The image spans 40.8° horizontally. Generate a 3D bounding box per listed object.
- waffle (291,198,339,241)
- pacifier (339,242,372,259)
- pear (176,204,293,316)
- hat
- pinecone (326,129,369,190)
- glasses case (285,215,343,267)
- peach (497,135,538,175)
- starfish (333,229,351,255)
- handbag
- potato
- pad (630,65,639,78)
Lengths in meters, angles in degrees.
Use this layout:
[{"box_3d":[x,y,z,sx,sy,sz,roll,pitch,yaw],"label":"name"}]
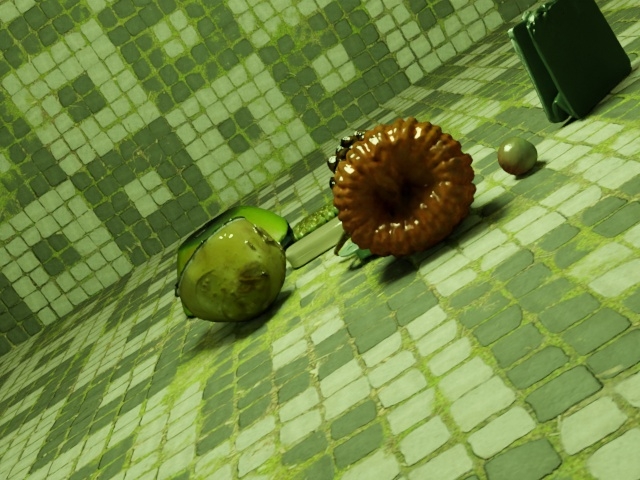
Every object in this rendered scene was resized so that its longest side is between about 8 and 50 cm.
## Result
[{"box_3d":[-0.014,-0.061,2.479,0.183,0.036,0.169,-32,13,10],"label":"waffle"},{"box_3d":[0.096,-0.025,1.895,0.150,0.117,0.127,-28,8,31],"label":"pacifier"},{"box_3d":[-0.278,0.026,2.446,0.399,0.165,0.399,-36,12,9],"label":"pear"},{"box_3d":[0.171,-0.133,1.798,0.285,0.285,0.400,-31,10,11],"label":"hat"},{"box_3d":[0.132,-0.160,2.137,0.221,0.221,0.221,-32,13,8],"label":"pinecone"},{"box_3d":[0.000,0.000,2.189,0.196,0.050,0.083,-32,11,8],"label":"glasses case"},{"box_3d":[0.403,-0.172,1.768,0.083,0.083,0.083,-32,13,8],"label":"peach"},{"box_3d":[0.092,-0.057,1.956,0.213,0.057,0.238,-49,-26,-1],"label":"starfish"},{"box_3d":[0.554,-0.420,1.900,0.247,0.260,0.079,-40,19,-29],"label":"handbag"},{"box_3d":[-0.193,0.107,2.016,0.246,0.196,0.300,-36,-16,-22],"label":"potato"},{"box_3d":[0.802,-0.439,1.932,0.156,0.004,0.232,-19,19,49],"label":"pad"}]
